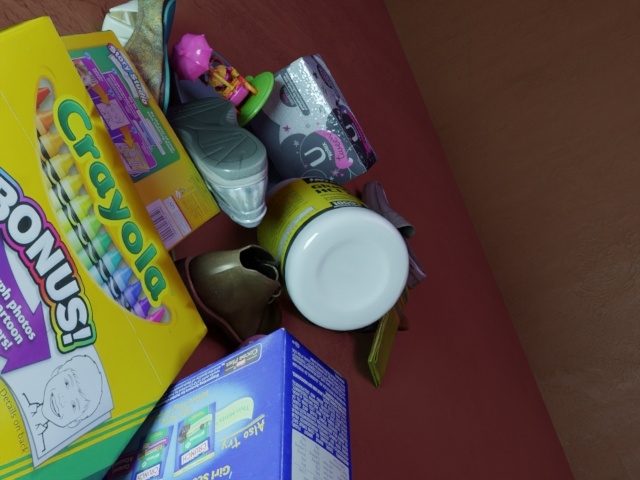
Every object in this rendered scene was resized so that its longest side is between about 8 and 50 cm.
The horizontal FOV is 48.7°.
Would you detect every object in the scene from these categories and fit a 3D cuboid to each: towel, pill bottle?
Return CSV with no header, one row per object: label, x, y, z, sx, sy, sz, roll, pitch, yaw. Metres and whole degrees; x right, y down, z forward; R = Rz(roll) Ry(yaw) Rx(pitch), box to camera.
towel,0.147,0.181,1.478,0.102,0.021,0.237,69,34,-44
pill bottle,0.000,0.000,1.161,0.188,0.188,0.334,53,-3,-24

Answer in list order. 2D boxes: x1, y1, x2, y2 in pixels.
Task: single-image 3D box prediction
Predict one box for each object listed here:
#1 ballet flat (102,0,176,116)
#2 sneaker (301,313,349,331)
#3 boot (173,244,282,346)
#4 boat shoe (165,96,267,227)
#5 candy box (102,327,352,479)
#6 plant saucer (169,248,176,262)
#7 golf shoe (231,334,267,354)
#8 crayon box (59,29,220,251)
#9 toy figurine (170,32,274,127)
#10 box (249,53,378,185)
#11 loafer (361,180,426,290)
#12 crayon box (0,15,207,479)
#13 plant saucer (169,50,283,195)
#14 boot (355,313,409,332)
ballet flat,-0.288,-0.305,1.098,0.123,0.123,0.348,45,24,-38
sneaker,0.013,0.093,1.342,0.227,0.087,0.130,28,39,-59
boot,-0.096,0.083,1.036,0.305,0.115,0.112,48,22,-68
boat shoe,-0.157,-0.129,1.041,0.320,0.118,0.103,45,-32,51
candy box,-0.103,0.279,0.642,0.122,0.268,0.317,43,30,-33
plant saucer,-0.247,0.054,0.866,0.188,0.045,0.188,24,44,-56
golf shoe,-0.035,0.283,0.996,0.140,0.115,0.306,32,39,-57
crayon box,-0.252,-0.113,0.867,0.278,0.081,0.165,60,23,-10
toy figurine,-0.184,-0.291,1.212,0.159,0.130,0.173,38,10,-30
box,-0.021,-0.218,1.389,0.247,0.163,0.142,59,21,-9
loafer,0.188,-0.020,1.804,0.112,0.112,0.319,26,43,-56
crayon box,-0.271,0.033,0.601,0.362,0.106,0.313,69,29,-24
plant saucer,-0.178,-0.219,1.321,0.317,0.044,0.317,47,28,-35
boot,0.117,0.075,1.571,0.280,0.096,0.264,9,57,-64
